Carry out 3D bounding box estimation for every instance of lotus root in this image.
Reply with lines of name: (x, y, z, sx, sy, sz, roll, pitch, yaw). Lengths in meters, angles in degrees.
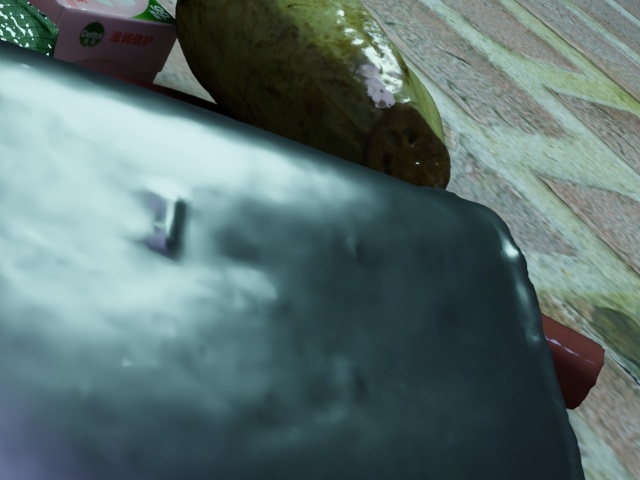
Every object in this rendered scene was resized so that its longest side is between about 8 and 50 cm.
lotus root: (-0.015, -0.096, 0.650, 0.110, 0.097, 0.258, 51, 3, -39)

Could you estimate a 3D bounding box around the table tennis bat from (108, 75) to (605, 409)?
table tennis bat: (0.000, 0.000, 0.626, 0.310, 0.038, 0.200, 27, 24, -8)

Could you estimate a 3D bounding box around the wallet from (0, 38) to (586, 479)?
wallet: (-0.089, 0.027, 0.401, 0.406, 0.062, 0.228, 17, 45, -27)

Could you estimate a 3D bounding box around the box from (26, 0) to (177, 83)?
box: (-0.151, -0.142, 0.717, 0.089, 0.043, 0.125, -1, 40, -51)

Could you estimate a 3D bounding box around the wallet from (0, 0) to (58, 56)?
wallet: (-0.195, -0.066, 0.509, 0.160, 0.055, 0.236, 26, 32, -18)
